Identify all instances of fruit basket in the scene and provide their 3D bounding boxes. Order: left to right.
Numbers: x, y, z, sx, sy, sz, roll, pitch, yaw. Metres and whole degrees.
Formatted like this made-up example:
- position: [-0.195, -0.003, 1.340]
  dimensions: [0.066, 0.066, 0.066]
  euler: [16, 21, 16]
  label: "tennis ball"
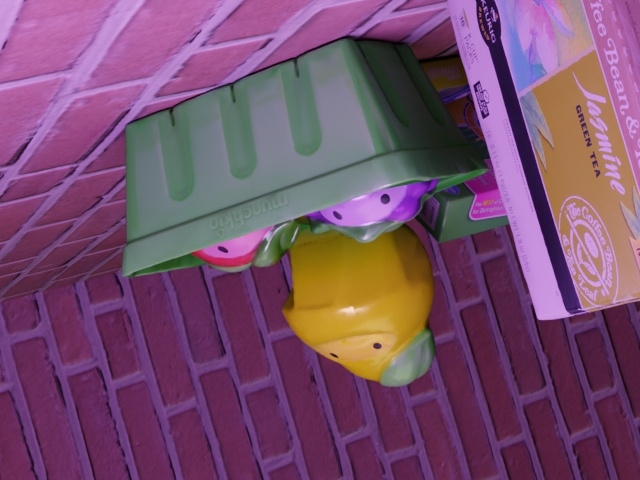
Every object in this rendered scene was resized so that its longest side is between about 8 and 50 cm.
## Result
- position: [0.000, 0.000, 1.560]
  dimensions: [0.392, 0.392, 0.283]
  euler: [-18, 176, 27]
  label: "fruit basket"

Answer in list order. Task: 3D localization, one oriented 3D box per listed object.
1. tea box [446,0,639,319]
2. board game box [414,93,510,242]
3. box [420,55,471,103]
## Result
- position: [0.294, -0.124, 1.236]
  dimensions: [0.220, 0.329, 0.323]
  euler: [-15, 175, -15]
  label: "tea box"
- position: [0.219, -0.121, 1.841]
  dimensions: [0.316, 0.242, 0.064]
  euler: [-15, 133, -29]
  label: "board game box"
- position: [0.112, -0.186, 1.742]
  dimensions: [0.178, 0.042, 0.109]
  euler: [-14, 176, -37]
  label: "box"
